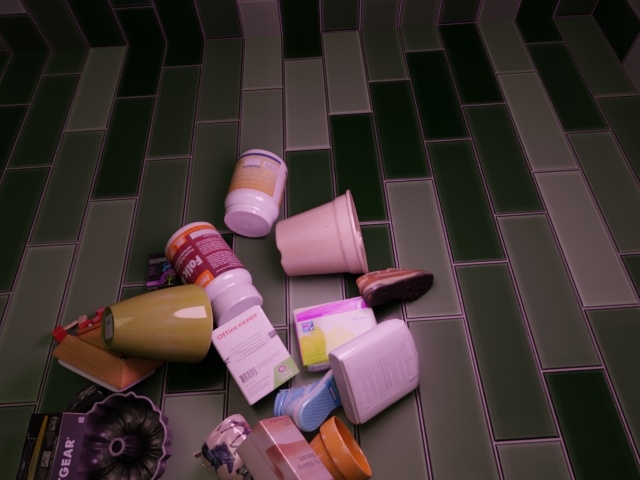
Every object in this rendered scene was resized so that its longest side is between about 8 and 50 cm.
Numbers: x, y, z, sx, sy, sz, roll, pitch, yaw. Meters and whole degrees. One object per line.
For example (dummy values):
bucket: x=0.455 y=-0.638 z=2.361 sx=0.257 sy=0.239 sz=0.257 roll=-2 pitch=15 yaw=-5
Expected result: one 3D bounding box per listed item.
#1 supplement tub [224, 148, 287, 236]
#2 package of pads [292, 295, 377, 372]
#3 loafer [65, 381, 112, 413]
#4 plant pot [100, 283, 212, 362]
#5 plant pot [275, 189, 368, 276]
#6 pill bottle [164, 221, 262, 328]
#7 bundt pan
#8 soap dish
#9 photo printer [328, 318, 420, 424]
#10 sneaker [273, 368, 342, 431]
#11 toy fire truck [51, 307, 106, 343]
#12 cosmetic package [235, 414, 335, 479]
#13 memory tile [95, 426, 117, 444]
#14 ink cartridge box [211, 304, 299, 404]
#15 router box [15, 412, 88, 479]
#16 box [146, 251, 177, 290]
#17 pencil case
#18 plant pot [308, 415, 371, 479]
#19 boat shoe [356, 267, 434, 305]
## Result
supplement tub: x=-0.271 y=-0.195 z=2.006 sx=0.228 sy=0.228 sz=0.317 roll=6 pitch=58 yaw=6
package of pads: x=0.063 y=0.340 z=1.733 sx=0.296 sy=0.101 sz=0.229 roll=-12 pitch=58 yaw=-4
loafer: x=-0.774 y=0.530 z=1.664 sx=0.078 sy=0.076 sz=0.223 roll=30 pitch=60 yaw=28
plant pot: x=-0.552 y=0.280 z=1.586 sx=0.293 sy=0.275 sz=0.275 roll=4 pitch=49 yaw=-40
plant pot: x=0.000 y=0.000 z=1.846 sx=0.305 sy=0.334 sz=0.334 roll=-12 pitch=58 yaw=8
pill bottle: x=-0.400 y=0.134 z=1.809 sx=0.224 sy=0.224 sz=0.392 roll=-33 pitch=62 yaw=-17
bundt pan: x=-0.620 y=0.661 z=1.530 sx=0.330 sy=0.124 sz=0.331 roll=-4 pitch=64 yaw=8
soap dish: x=-0.723 y=0.389 z=1.663 sx=0.290 sy=0.229 sz=0.118 roll=19 pitch=102 yaw=15
photo printer: x=0.193 y=0.417 z=1.584 sx=0.307 sy=0.107 sz=0.256 roll=-23 pitch=103 yaw=-28
sneaker: x=-0.031 y=0.515 z=1.620 sx=0.319 sy=0.208 sz=0.127 roll=-22 pitch=96 yaw=-47
toy fire truck: x=-0.892 y=0.318 z=1.809 sx=0.135 sy=0.047 sz=0.192 roll=16 pitch=46 yaw=34
cosmetic package: x=-0.083 y=0.658 z=1.354 sx=0.296 sy=0.153 sz=0.129 roll=45 pitch=102 yaw=29
memory tile: x=-0.769 y=0.637 z=1.635 sx=0.148 sy=0.012 sz=0.113 roll=-35 pitch=63 yaw=-17
ink cartridge box: x=-0.230 y=0.389 z=1.656 sx=0.198 sy=0.115 sz=0.273 roll=-31 pitch=84 yaw=-16
router box: x=-0.833 y=0.689 z=1.465 sx=0.242 sy=0.081 sz=0.309 roll=-16 pitch=62 yaw=37
box: x=-0.639 y=0.120 z=1.943 sx=0.115 sy=0.029 sz=0.162 roll=-8 pitch=57 yaw=-2
pencil case: x=-0.199 y=0.744 z=1.458 sx=0.183 sy=0.160 sz=0.410 roll=-42 pitch=64 yaw=-10
plant pot: x=0.023 y=0.685 z=1.478 sx=0.187 sy=0.205 sz=0.205 roll=-36 pitch=62 yaw=0
boat shoe: x=0.278 y=0.149 z=1.796 sx=0.323 sy=0.123 sz=0.120 roll=-5 pitch=34 yaw=-31
